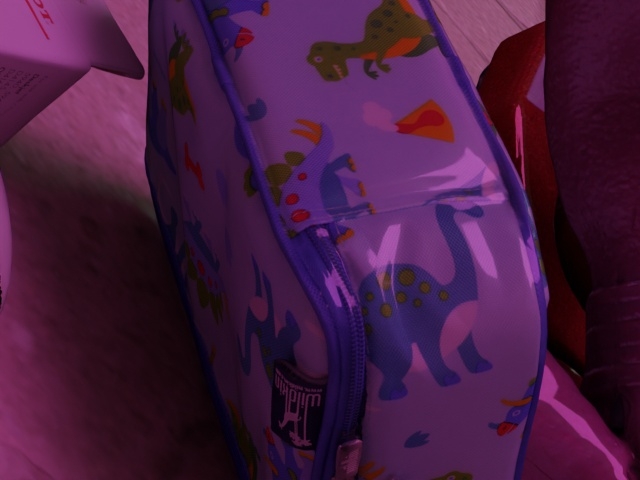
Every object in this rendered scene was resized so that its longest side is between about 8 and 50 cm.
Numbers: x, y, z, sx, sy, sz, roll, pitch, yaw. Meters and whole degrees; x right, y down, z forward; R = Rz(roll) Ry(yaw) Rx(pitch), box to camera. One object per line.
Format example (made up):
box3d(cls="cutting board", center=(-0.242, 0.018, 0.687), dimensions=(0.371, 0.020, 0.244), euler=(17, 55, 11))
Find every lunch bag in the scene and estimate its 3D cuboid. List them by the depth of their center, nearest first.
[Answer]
box3d(cls="lunch bag", center=(0.000, 0.000, 0.619), dimensions=(0.176, 0.090, 0.219), euler=(95, -21, -51))

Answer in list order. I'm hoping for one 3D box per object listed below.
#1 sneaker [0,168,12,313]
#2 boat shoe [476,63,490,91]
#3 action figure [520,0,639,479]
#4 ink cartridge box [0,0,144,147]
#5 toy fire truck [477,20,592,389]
box3d(cls="sneaker", center=(-0.197, -0.123, 0.447), dimensions=(0.323, 0.130, 0.236), euler=(36, 29, -22))
box3d(cls="boat shoe", center=(0.149, -0.043, 1.148), dimensions=(0.083, 0.065, 0.183), euler=(29, 26, -30))
box3d(cls="action figure", center=(0.167, 0.042, 0.717), dimensions=(0.248, 0.275, 0.370), euler=(18, 70, -33))
box3d(cls="ink cartridge box", center=(-0.147, -0.084, 0.588), dimensions=(0.104, 0.060, 0.180), euler=(58, 21, 18))
box3d(cls="toy fire truck", center=(0.180, 0.042, 0.934), dimensions=(0.302, 0.169, 0.254), euler=(45, 45, -22))
